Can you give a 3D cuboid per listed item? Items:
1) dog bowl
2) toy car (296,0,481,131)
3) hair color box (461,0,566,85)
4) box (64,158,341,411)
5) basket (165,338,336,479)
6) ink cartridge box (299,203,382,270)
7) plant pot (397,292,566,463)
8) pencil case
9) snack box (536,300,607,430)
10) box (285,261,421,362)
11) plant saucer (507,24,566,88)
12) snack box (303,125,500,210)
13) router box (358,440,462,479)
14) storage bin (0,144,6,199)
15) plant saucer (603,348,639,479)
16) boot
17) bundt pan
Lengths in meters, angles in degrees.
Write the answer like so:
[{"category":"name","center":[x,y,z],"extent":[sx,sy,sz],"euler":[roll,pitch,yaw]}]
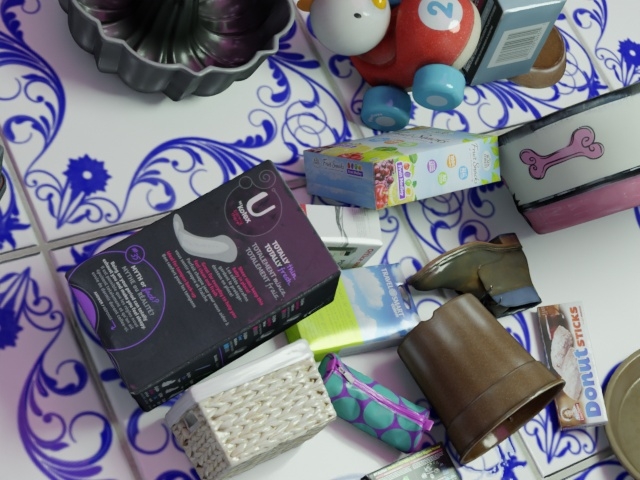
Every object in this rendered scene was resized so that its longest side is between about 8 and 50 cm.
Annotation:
[{"category":"dog bowl","center":[0.440,-0.128,1.641],"extent":[0.407,0.408,0.150],"euler":[-16,87,-30]},{"category":"toy car","center":[0.079,-0.308,1.646],"extent":[0.238,0.210,0.219],"euler":[24,64,-34]},{"category":"hair color box","center":[0.227,-0.448,1.820],"extent":[0.113,0.185,0.375],"euler":[-14,66,-17]},{"category":"box","center":[-0.132,0.055,1.367],"extent":[0.270,0.143,0.165],"euler":[-30,77,-10]},{"category":"basket","center":[-0.078,0.203,1.378],"extent":[0.167,0.113,0.103],"euler":[-21,74,-31]},{"category":"ink cartridge box","center":[0.000,0.000,1.535],"extent":[0.135,0.099,0.056],"euler":[3,63,-22]},{"category":"plant pot","center":[0.194,0.167,1.497],"extent":[0.167,0.167,0.165],"euler":[-25,67,-33]},{"category":"pencil case","center":[0.061,0.203,1.465],"extent":[0.151,0.070,0.064],"euler":[30,54,-6]},{"category":"snack box","center":[0.344,0.170,1.622],"extent":[0.064,0.022,0.178],"euler":[-8,62,4]},{"category":"box","center":[0.036,0.093,1.533],"extent":[0.178,0.042,0.109],"euler":[-8,67,-28]},{"category":"plant saucer","center":[0.331,-0.322,1.909],"extent":[0.168,0.029,0.169],"euler":[10,60,-18]},{"category":"snack box","center":[0.109,-0.102,1.597],"extent":[0.207,0.174,0.070],"euler":[-13,106,-31]},{"category":"router box","center":[0.117,0.311,1.447],"extent":[0.122,0.038,0.092],"euler":[-17,71,-31]},{"category":"storage bin","center":[-0.442,-0.087,1.395],"extent":[0.135,0.091,0.098],"euler":[25,55,-8]},{"category":"plant saucer","center":[0.521,0.250,1.597],"extent":[0.277,0.041,0.278],"euler":[-3,50,4]},{"category":"boot","center":[0.217,0.060,1.602],"extent":[0.219,0.082,0.106],"euler":[-15,72,-40]},{"category":"bundt pan","center":[-0.206,-0.329,1.617],"extent":[0.330,0.124,0.331],"euler":[10,59,-18]}]
